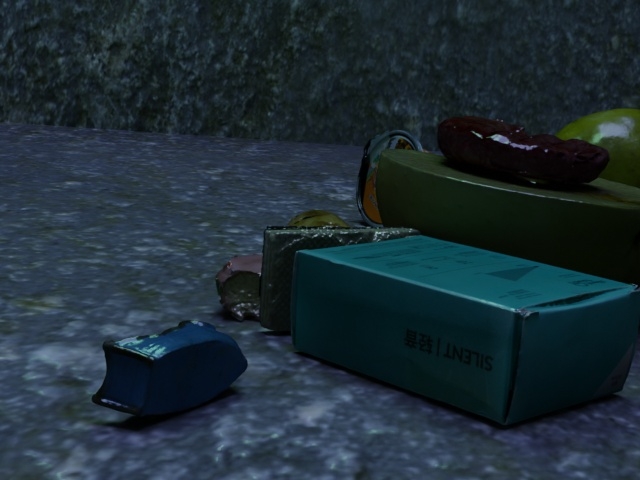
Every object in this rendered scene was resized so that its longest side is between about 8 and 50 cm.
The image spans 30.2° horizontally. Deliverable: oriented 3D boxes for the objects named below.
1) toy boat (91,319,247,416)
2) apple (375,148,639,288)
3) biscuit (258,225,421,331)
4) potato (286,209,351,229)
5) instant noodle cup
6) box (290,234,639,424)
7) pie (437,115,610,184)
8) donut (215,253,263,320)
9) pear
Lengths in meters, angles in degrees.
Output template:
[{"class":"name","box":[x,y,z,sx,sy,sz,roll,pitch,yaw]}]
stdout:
[{"class":"toy boat","box":[-0.136,0.111,1.085,0.077,0.075,0.185,20,14,29]},{"class":"apple","box":[0.271,-0.043,1.511,0.360,0.312,0.320,21,60,38]},{"class":"biscuit","box":[0.025,0.044,1.381,0.199,0.121,0.040,-1,13,-28]},{"class":"potato","box":[0.000,0.000,1.734,0.107,0.080,0.170,16,8,-3]},{"class":"instant noodle cup","box":[0.165,-0.095,2.115,0.125,0.208,0.177,15,-40,-37]},{"class":"box","box":[0.142,0.082,1.229,0.205,0.118,0.311,-9,16,-43]},{"class":"pie","box":[0.252,-0.115,1.504,0.218,0.054,0.204,19,15,34]},{"class":"donut","box":[-0.055,0.054,1.454,0.166,0.065,0.117,2,12,-17]},{"class":"pear","box":[0.527,-0.102,2.051,0.307,0.253,0.253,13,6,-22]}]
